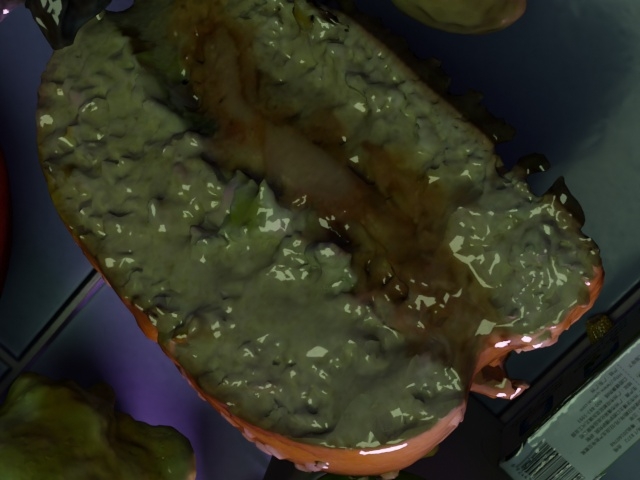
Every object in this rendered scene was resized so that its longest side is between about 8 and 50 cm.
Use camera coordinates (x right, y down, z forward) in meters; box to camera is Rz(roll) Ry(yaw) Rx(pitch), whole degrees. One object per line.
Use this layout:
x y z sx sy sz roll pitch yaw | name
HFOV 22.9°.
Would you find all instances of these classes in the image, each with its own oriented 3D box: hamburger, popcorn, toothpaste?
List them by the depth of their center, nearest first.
0.000 0.000 1.133 0.268 0.287 0.445 -46 58 -3 | hamburger
0.273 0.069 1.195 0.067 0.081 0.336 43 107 -5 | toothpaste
-0.230 0.268 1.285 0.325 0.290 0.321 -11 95 63 | popcorn

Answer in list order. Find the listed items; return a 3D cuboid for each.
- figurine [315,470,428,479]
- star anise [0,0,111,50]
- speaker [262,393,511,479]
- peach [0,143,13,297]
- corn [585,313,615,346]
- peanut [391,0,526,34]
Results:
0.005 0.238 1.123 0.263 0.143 0.162 -3 101 33 | figurine
-0.150 -0.251 1.117 0.236 0.223 0.109 -18 127 20 | star anise
0.131 0.287 1.278 0.406 0.184 0.183 41 113 -3 | speaker
-0.434 -0.043 1.230 0.335 0.310 0.406 -17 104 16 | peach
0.238 0.097 1.265 0.028 0.027 0.083 -18 105 41 | corn
0.074 -0.277 1.043 0.147 0.147 0.305 -16 114 19 | peanut
